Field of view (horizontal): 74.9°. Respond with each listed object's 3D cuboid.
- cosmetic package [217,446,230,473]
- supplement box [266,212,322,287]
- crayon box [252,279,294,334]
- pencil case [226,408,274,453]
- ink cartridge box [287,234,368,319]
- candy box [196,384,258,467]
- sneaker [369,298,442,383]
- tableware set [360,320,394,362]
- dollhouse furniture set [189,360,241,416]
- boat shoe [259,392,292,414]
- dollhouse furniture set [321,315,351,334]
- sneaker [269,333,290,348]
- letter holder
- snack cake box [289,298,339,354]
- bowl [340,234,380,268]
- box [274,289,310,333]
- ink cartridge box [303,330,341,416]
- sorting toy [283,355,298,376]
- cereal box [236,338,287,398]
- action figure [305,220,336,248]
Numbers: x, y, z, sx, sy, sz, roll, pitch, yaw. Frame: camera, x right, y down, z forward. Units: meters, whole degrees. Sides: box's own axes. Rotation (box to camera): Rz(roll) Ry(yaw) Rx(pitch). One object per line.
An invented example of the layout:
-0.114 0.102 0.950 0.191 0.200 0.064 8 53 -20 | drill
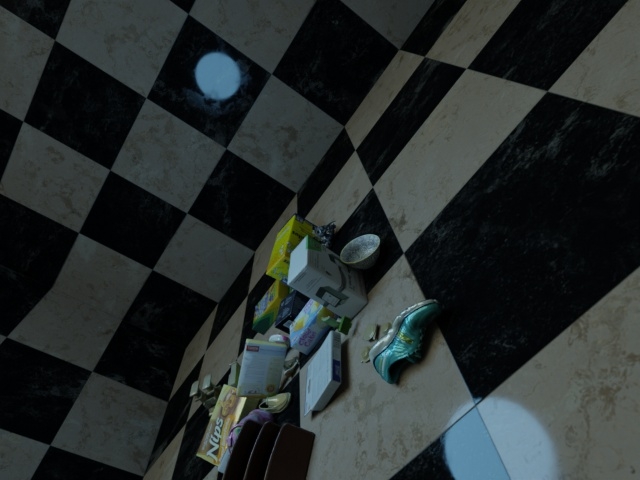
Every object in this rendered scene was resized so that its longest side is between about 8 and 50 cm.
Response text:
-0.326 0.827 1.642 0.231 0.085 0.117 111 -176 -76 | cosmetic package
-0.139 0.056 2.312 0.195 0.194 0.357 -45 23 37 | supplement box
-0.263 0.347 2.359 0.323 0.083 0.203 -51 20 22 | crayon box
-0.255 0.708 1.546 0.124 0.124 0.284 -61 -9 -6 | pencil case
0.028 0.141 1.587 0.121 0.289 0.211 -48 21 23 | ink cartridge box
-0.408 0.823 1.861 0.182 0.087 0.317 -3 59 41 | candy box
0.247 0.276 1.144 0.275 0.107 0.110 -58 37 20 | sneaker
0.178 0.323 1.333 0.168 0.020 0.141 -30 35 57 | tableware set
-0.514 0.766 2.172 0.242 0.212 0.161 -29 25 6 | dollhouse furniture set
-0.188 0.656 1.684 0.190 0.072 0.068 -45 22 36 | boat shoe
0.060 0.322 1.557 0.151 0.076 0.059 -26 39 58 | dollhouse furniture set
-0.215 0.532 1.932 0.252 0.102 0.111 -57 17 35 | sneaker
-0.175 0.730 1.306 0.152 0.214 0.302 -39 26 46 | letter holder
-0.020 0.324 1.744 0.264 0.089 0.152 -54 19 15 | snack cake box
0.170 0.059 1.637 0.170 0.080 0.170 -25 28 14 | bowl
-0.132 0.338 2.008 0.156 0.093 0.158 -43 25 40 | box
0.010 0.473 1.476 0.223 0.045 0.224 -87 21 -56 | ink cartridge box
-0.122 0.529 1.771 0.075 0.045 0.083 -51 18 1 | sorting toy
-0.246 0.541 1.753 0.047 0.172 0.240 -152 73 -74 | cereal box
0.000 0.000 2.128 0.164 0.140 0.276 126 164 -54 | action figure
